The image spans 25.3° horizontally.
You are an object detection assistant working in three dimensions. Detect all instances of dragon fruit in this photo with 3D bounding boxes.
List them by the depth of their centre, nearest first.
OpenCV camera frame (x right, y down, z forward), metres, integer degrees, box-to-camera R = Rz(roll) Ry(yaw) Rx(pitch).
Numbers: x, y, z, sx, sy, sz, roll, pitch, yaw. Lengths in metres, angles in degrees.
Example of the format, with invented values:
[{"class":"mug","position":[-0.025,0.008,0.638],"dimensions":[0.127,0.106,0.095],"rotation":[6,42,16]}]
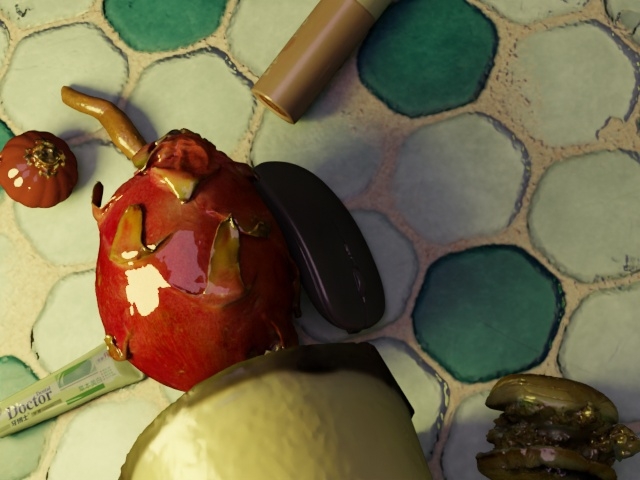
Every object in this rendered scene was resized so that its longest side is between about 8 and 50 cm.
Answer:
[{"class":"dragon fruit","position":[-0.143,0.046,1.596],"dimensions":[0.250,0.315,0.250],"rotation":[-6,30,3]}]

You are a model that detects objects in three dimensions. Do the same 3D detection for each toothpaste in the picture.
[{"class":"toothpaste","position":[-0.318,0.183,1.705],"dimensions":[0.218,0.041,0.064],"rotation":[-26,84,0]}]

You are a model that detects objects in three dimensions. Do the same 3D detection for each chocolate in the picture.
[{"class":"chocolate","position":[-0.019,0.307,1.441],"dimensions":[0.314,0.326,0.297],"rotation":[-25,60,2]}]

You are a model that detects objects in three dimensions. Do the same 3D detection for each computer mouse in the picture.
[{"class":"computer mouse","position":[0.001,-0.001,1.656],"dimensions":[0.057,0.120,0.232],"rotation":[-41,67,32]}]

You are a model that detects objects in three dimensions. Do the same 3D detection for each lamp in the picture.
[{"class":"lamp","position":[-0.348,-0.087,1.756],"dimensions":[0.101,0.090,0.101],"rotation":[10,63,-20]}]

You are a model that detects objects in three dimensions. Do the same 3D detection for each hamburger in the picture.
[{"class":"hamburger","position":[0.256,0.206,1.526],"dimensions":[0.185,0.159,0.131],"rotation":[5,72,32]}]

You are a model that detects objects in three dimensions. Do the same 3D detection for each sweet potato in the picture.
[{"class":"sweet potato","position":[-0.261,-0.148,1.783],"dimensions":[0.179,0.044,0.044],"rotation":[41,86,16]}]

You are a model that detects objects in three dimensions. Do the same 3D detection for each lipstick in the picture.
[{"class":"lipstick","position":[0.019,-0.262,1.741],"dimensions":[0.070,0.070,0.254],"rotation":[36,84,17]}]
